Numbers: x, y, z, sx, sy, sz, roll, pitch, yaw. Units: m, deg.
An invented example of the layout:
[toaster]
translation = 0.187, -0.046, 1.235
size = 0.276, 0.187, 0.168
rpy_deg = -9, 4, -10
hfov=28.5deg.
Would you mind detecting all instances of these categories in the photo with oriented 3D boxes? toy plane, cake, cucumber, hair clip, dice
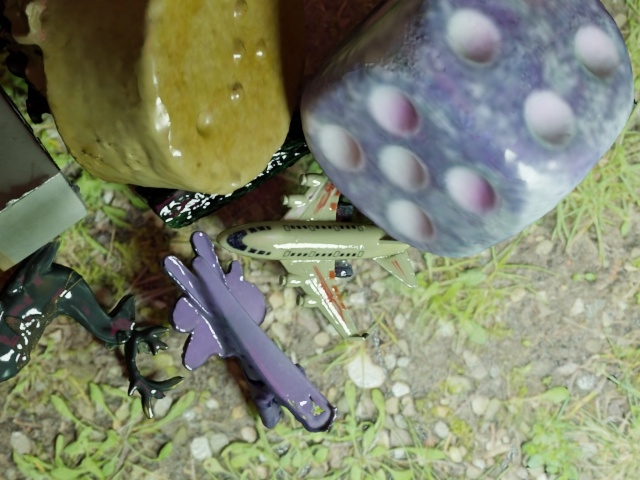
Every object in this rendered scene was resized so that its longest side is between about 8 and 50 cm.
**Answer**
[toy plane]
translation = 0.000, 0.000, 1.505
size = 0.256, 0.104, 0.241
rpy_deg = 1, 94, -12
[cake]
translation = -0.219, -0.221, 1.391
size = 0.321, 0.332, 0.332
rpy_deg = 11, 89, 28
[cucumber]
translation = -0.099, -0.089, 1.499
size = 0.241, 0.074, 0.074
rpy_deg = -29, 97, -11
[hair clip]
translation = -0.096, 0.124, 1.493
size = 0.137, 0.090, 0.278
rpy_deg = -41, 97, -24
[dice]
translation = 0.163, -0.164, 1.415
size = 0.271, 0.270, 0.270
rpy_deg = 45, 58, -10

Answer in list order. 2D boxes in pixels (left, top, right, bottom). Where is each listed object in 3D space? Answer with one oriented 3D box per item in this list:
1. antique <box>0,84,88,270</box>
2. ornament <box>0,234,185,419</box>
[antique]
translation = -0.361, -0.066, 1.385
size = 0.148, 0.152, 0.146
rpy_deg = -35, 75, -7
[ornament]
translation = -0.281, 0.136, 1.461
size = 0.236, 0.080, 0.202
rpy_deg = 37, 80, -10
